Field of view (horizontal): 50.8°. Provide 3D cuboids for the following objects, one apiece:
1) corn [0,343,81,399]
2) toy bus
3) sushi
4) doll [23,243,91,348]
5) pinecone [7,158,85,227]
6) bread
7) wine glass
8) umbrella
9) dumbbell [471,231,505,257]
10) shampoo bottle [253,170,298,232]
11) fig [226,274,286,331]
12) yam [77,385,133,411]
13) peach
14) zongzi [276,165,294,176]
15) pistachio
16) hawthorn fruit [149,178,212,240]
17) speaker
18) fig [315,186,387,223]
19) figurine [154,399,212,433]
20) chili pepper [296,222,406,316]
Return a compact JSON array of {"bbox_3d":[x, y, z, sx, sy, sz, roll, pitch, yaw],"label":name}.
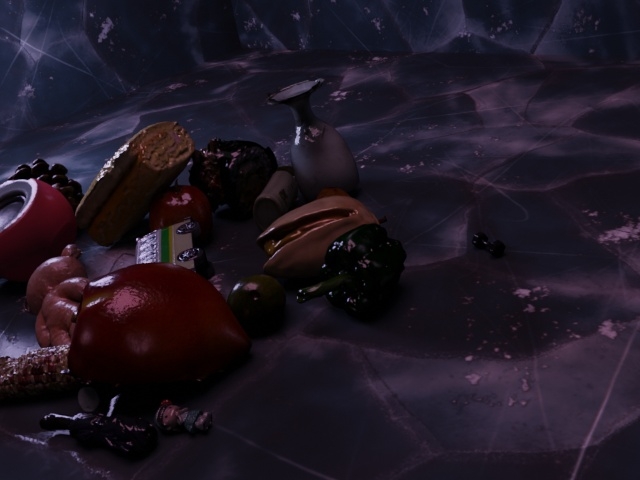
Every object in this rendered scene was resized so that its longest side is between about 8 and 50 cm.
[{"bbox_3d":[-0.602,0.272,1.376,0.289,0.098,0.098,-9,28,5],"label":"corn"},{"bbox_3d":[-0.349,0.080,1.594,0.178,0.143,0.305,-16,29,-5],"label":"toy bus"},{"bbox_3d":[-0.269,-0.193,1.987,0.218,0.239,0.225,2,14,32],"label":"sushi"},{"bbox_3d":[-0.562,0.167,1.541,0.201,0.156,0.303,-48,53,10],"label":"doll"},{"bbox_3d":[-0.839,-0.122,2.076,0.309,0.244,0.244,28,44,28],"label":"pinecone"},{"bbox_3d":[-0.524,-0.168,1.903,0.375,0.165,0.236,-41,8,37],"label":"bread"},{"bbox_3d":[-0.018,-0.279,1.937,0.190,0.357,0.190,-20,25,9],"label":"wine glass"},{"bbox_3d":[-0.407,0.336,1.219,0.248,0.071,0.071,5,32,25],"label":"umbrella"},{"bbox_3d":[0.393,0.009,1.577,0.036,0.040,0.083,-50,36,-4],"label":"dumbbell"},{"bbox_3d":[-0.118,-0.123,1.915,0.087,0.118,0.234,-1,29,14],"label":"shampoo bottle"},{"bbox_3d":[-0.128,0.126,1.464,0.123,0.123,0.156,-2,17,16],"label":"fig"},{"bbox_3d":[-0.409,0.281,1.303,0.054,0.054,0.132,1,12,21],"label":"yam"},{"bbox_3d":[-0.312,0.150,1.318,0.361,0.201,0.258,0,13,-11],"label":"peach"},{"bbox_3d":[-0.152,-0.205,2.157,0.130,0.062,0.154,-9,19,30],"label":"zongzi"},{"bbox_3d":[0.000,0.000,1.610,0.299,0.188,0.187,-17,28,-2],"label":"pistachio"},{"bbox_3d":[-0.385,-0.079,1.841,0.179,0.201,0.179,-5,33,3],"label":"hawthorn fruit"},{"bbox_3d":[-0.820,-0.028,1.825,0.294,0.294,0.294,-8,28,4],"label":"speaker"},{"bbox_3d":[0.073,-0.063,1.754,0.201,0.134,0.146,10,45,5],"label":"fig"},{"bbox_3d":[-0.248,0.318,1.217,0.105,0.047,0.060,3,47,16],"label":"figurine"},{"bbox_3d":[0.069,0.078,1.429,0.165,0.174,0.261,43,47,11],"label":"chili pepper"}]
